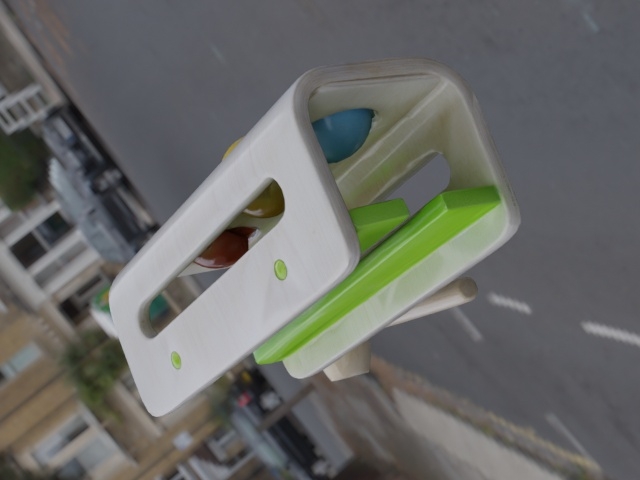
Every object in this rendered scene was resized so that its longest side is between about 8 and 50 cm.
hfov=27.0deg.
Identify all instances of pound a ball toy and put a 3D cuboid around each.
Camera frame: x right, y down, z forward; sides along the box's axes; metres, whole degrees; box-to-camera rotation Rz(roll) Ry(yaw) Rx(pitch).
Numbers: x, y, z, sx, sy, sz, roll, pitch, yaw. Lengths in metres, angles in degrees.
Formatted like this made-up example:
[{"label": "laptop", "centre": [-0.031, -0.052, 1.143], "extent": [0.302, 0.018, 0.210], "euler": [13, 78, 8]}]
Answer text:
[{"label": "pound a ball toy", "centre": [0.000, 0.000, 0.852], "extent": [0.319, 0.208, 0.136], "euler": [-40, 66, 52]}]
